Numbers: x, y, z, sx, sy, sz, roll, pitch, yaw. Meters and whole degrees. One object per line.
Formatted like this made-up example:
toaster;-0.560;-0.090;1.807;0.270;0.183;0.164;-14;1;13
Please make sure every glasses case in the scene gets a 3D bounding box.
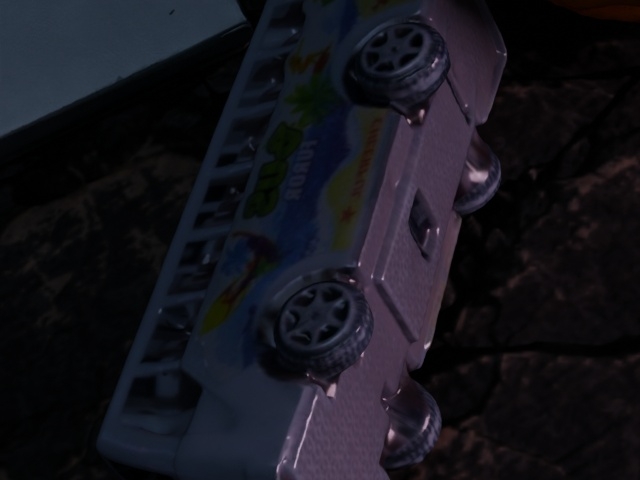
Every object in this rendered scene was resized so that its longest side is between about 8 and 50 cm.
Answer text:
glasses case;-0.178;-0.106;0.980;0.266;0.056;0.105;-26;73;-2

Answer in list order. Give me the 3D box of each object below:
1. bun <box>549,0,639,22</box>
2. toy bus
bun;0.128;-0.211;0.815;0.165;0.299;0.299;-53;51;10
toy bus;0.000;0.000;0.795;0.136;0.109;0.329;-3;52;29
